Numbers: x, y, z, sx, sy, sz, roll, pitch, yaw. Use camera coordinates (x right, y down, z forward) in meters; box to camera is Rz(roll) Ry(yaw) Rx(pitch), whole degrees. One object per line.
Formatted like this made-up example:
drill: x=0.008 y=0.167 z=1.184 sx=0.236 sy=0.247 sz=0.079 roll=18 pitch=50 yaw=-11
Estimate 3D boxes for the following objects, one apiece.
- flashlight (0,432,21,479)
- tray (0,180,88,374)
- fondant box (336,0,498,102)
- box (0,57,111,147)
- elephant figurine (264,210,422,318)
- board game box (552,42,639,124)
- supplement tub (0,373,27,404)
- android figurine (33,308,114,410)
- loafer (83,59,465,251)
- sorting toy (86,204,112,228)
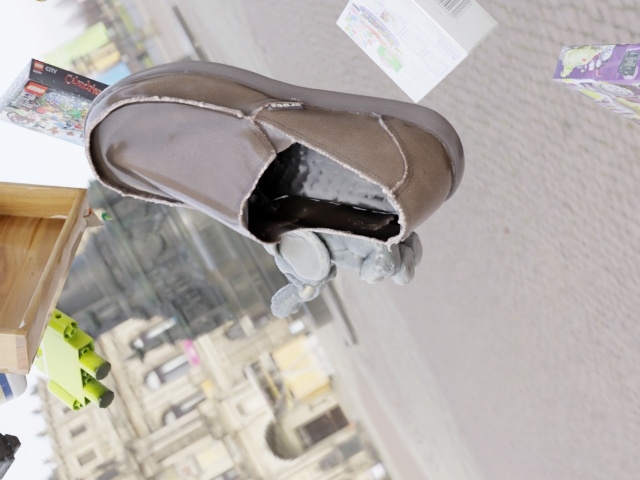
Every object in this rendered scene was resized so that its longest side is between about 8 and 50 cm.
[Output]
flashlight: x=-0.555 y=0.396 z=1.463 sx=0.103 sy=0.304 sz=0.103 roll=32 pitch=-161 yaw=-16
tray: x=-0.485 y=0.041 z=1.508 sx=0.411 sy=0.202 sz=0.076 roll=-90 pitch=5 yaw=-60
fondant box: x=0.176 y=-0.418 z=1.963 sx=0.238 sy=0.096 sz=0.330 roll=45 pitch=166 yaw=-3
box: x=-0.421 y=-0.224 z=1.761 sx=0.159 sy=0.233 sz=0.044 roll=-29 pitch=52 yaw=49
elephant figurine: x=0.000 y=0.000 z=1.350 sx=0.169 sy=0.239 sz=0.186 roll=12 pitch=-108 yaw=-62
board game box: x=0.449 y=-0.135 z=1.121 sx=0.346 sy=0.056 sz=0.208 roll=19 pitch=174 yaw=-31
supplement tub: x=-0.724 y=0.242 z=1.855 sx=0.228 sy=0.316 sz=0.228 roll=49 pitch=153 yaw=36
android figurine: x=-0.529 y=0.231 z=2.072 sx=0.272 sy=0.056 sz=0.248 roll=30 pitch=136 yaw=26
loafer: x=-0.062 y=-0.072 z=0.906 sx=0.130 sy=0.365 sz=0.134 roll=-62 pitch=-30 yaw=-49
sorting toy: x=-0.423 y=-0.047 z=1.867 sx=0.062 sy=0.012 sz=0.083 roll=46 pitch=-148 yaw=23
